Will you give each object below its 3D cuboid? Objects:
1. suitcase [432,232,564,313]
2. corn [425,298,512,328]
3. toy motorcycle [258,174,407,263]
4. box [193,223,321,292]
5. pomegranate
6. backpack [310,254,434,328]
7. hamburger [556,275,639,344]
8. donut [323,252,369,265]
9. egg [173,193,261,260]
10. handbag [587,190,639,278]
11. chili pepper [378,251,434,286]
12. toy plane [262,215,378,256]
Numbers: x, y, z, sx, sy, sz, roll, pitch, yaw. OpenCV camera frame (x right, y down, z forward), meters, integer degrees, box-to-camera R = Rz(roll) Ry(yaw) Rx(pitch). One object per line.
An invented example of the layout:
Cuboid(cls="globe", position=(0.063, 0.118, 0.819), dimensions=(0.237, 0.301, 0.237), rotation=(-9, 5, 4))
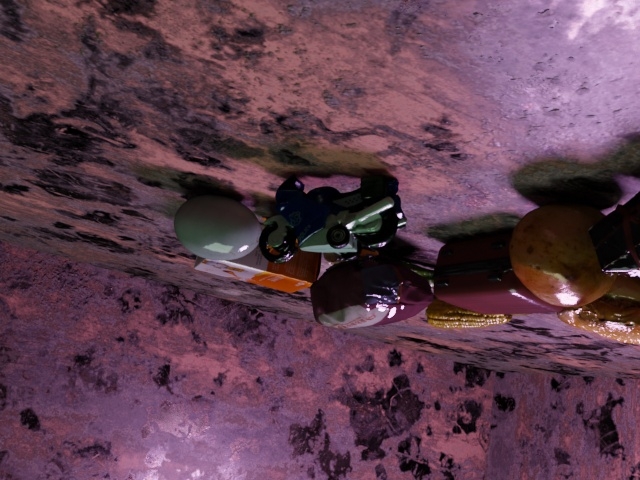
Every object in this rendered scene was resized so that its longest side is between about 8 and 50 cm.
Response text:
Cuboid(cls="suitcase", position=(0.453, 0.090, 1.555), dimensions=(0.236, 0.161, 0.297), rotation=(20, 161, -30))
Cuboid(cls="corn", position=(0.517, 0.254, 2.188), dimensions=(0.120, 0.121, 0.363), rotation=(21, 158, -34))
Cuboid(cls="toy motorcycle", position=(0.017, -0.057, 1.326), dimensions=(0.330, 0.197, 0.125), rotation=(-9, 159, 21))
Cuboid(cls="box", position=(-0.188, 0.047, 1.872), dimensions=(0.341, 0.144, 0.225), rotation=(17, 163, -18))
Cuboid(cls="pomegranate", position=(0.490, 0.031, 1.220), dimensions=(0.215, 0.216, 0.215), rotation=(10, 165, 3))
Cuboid(cls="backpack", position=(0.165, 0.142, 1.746), dimensions=(0.317, 0.197, 0.283), rotation=(1, 168, -34))
Cuboid(cls="hamburger", position=(0.752, 0.164, 1.587), dimensions=(0.314, 0.170, 0.289), rotation=(17, 166, -28))
Cuboid(cls="donut", position=(0.062, 0.044, 1.837), dimensions=(0.108, 0.065, 0.166), rotation=(-1, 160, 39))
Cuboid(cls="egg", position=(-0.265, -0.032, 1.590), dimensions=(0.230, 0.168, 0.168), rotation=(12, 165, 6))
Cuboid(cls="handbag", position=(0.587, -0.022, 1.042), dimensions=(0.169, 0.155, 0.215), rotation=(12, 140, -20))
Cuboid(cls="chili pepper", position=(0.320, 0.108, 1.897), dimensions=(0.358, 0.077, 0.085), rotation=(15, 139, -13))
Cuboid(cls="toy plane", position=(0.001, -0.012, 1.637), dimensions=(0.315, 0.103, 0.204), rotation=(5, 167, -4))
